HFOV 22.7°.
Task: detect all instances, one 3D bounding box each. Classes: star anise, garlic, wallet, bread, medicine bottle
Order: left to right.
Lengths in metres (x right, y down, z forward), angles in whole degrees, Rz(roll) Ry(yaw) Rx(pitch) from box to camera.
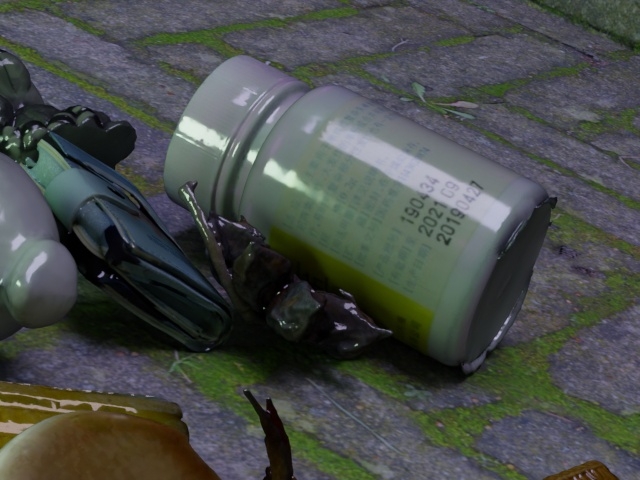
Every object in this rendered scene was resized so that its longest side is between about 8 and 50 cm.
[{"bbox_3d":[-0.148,0.225,1.087,0.217,0.110,0.228,49,39,8],"label":"garlic"},{"bbox_3d":[-0.198,0.000,1.590,0.176,0.075,0.250,37,6,-42],"label":"wallet"},{"bbox_3d":[-0.047,0.045,1.569,0.262,0.081,0.230,36,2,-17],"label":"star anise"},{"bbox_3d":[-0.017,0.193,1.254,0.140,0.144,0.158,6,23,-42],"label":"star anise"},{"bbox_3d":[0.040,-0.038,1.689,0.379,0.213,0.213,29,26,18],"label":"medicine bottle"},{"bbox_3d":[0.215,0.234,1.431,0.052,0.044,0.157,36,30,32],"label":"bread"}]

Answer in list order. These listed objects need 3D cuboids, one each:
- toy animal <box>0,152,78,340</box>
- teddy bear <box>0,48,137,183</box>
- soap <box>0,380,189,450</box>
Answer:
[{"bbox_3d":[-0.369,0.030,1.274,0.241,0.196,0.368,15,17,30],"label":"toy animal"},{"bbox_3d":[-0.346,-0.121,1.732,0.251,0.144,0.171,28,40,31],"label":"teddy bear"},{"bbox_3d":[-0.227,0.174,1.220,0.258,0.080,0.160,8,23,-18],"label":"soap"}]
